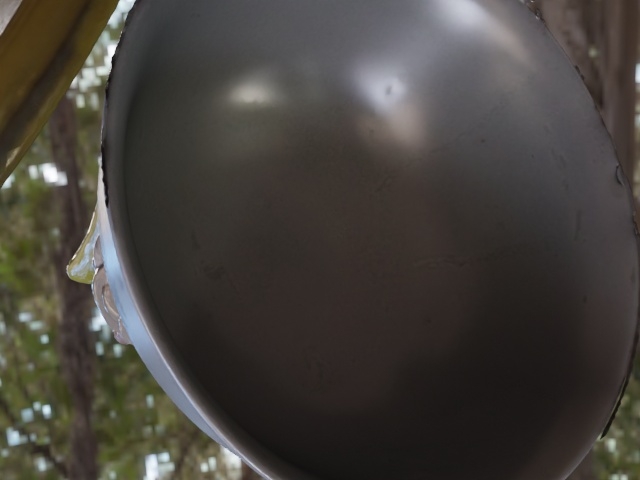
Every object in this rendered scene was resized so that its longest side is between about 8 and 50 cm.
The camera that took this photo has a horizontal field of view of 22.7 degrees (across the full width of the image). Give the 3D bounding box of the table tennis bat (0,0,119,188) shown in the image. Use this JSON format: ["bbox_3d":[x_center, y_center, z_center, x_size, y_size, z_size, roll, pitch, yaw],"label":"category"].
[{"bbox_3d":[-0.131,-0.001,0.464,0.198,0.050,0.321,-37,-153,37],"label":"table tennis bat"}]

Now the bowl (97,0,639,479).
[{"bbox_3d":[0.000,0.000,0.874,0.345,0.346,0.157,-26,179,-39],"label":"bowl"}]

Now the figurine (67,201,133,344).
[{"bbox_3d":[-0.038,0.063,1.700,0.361,0.266,0.378,-15,-126,-29],"label":"figurine"}]
